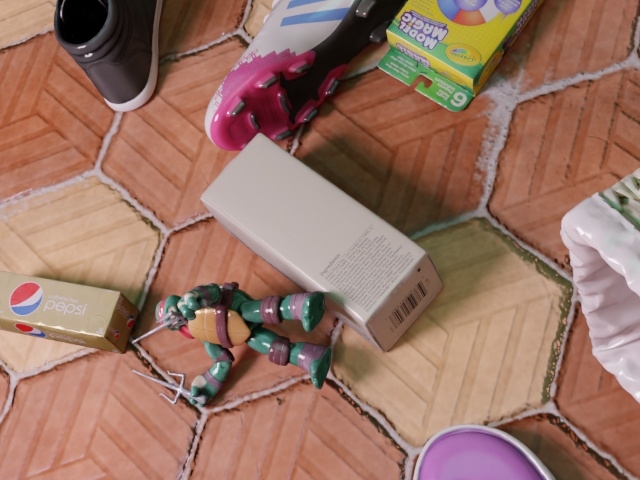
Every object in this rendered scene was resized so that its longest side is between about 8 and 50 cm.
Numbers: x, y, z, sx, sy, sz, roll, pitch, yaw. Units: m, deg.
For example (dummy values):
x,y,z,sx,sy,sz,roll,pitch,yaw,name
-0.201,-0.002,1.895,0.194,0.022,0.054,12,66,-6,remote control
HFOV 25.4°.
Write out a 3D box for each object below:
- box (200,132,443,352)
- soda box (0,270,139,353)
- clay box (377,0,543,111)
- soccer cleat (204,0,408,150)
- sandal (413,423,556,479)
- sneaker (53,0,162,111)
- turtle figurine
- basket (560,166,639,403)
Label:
x,y,z,sx,sy,sz,roll,pitch,yaw,name
0.000,0.000,1.621,0.275,0.094,0.113,38,81,30,box
-0.315,0.086,1.706,0.181,0.058,0.061,9,67,23,soda box
0.177,-0.274,1.710,0.127,0.053,0.222,32,77,16,clay box
-0.029,-0.242,1.752,0.331,0.116,0.143,-41,50,-11,soccer cleat
0.185,0.360,1.372,0.169,0.102,0.416,-17,60,10,sandal
-0.279,-0.326,1.849,0.105,0.147,0.295,-15,59,13,sneaker
-0.109,0.099,1.576,0.234,0.175,0.118,3,50,18,turtle figurine
0.434,0.074,1.302,0.266,0.331,0.328,-38,59,-5,basket
